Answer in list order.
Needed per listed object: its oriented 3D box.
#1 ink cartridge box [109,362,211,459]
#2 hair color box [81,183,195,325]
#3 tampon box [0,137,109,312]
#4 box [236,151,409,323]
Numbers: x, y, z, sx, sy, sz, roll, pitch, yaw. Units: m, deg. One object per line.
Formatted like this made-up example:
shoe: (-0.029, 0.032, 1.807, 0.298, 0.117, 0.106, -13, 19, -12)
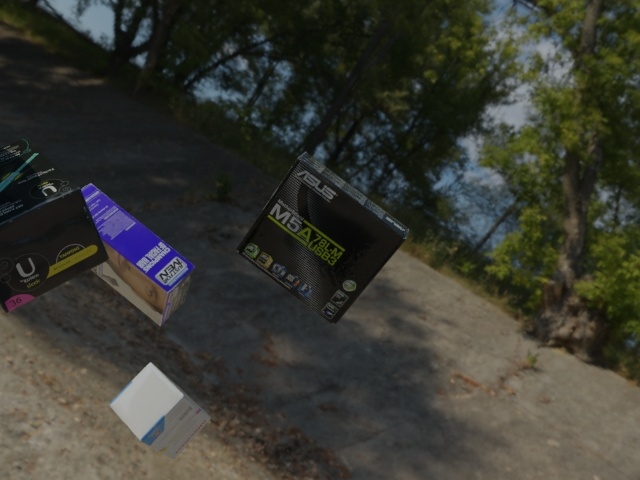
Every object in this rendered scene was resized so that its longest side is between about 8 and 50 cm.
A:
ink cartridge box: (-0.254, 0.281, 1.061, 0.090, 0.092, 0.143, 35, -18, 28)
hair color box: (-0.479, 0.038, 1.609, 0.338, 0.110, 0.185, 36, -37, 6)
tampon box: (-0.333, -0.021, 0.719, 0.161, 0.120, 0.101, 33, -36, 40)
box: (0.000, 0.000, 0.953, 0.190, 0.184, 0.045, 38, 28, -1)
